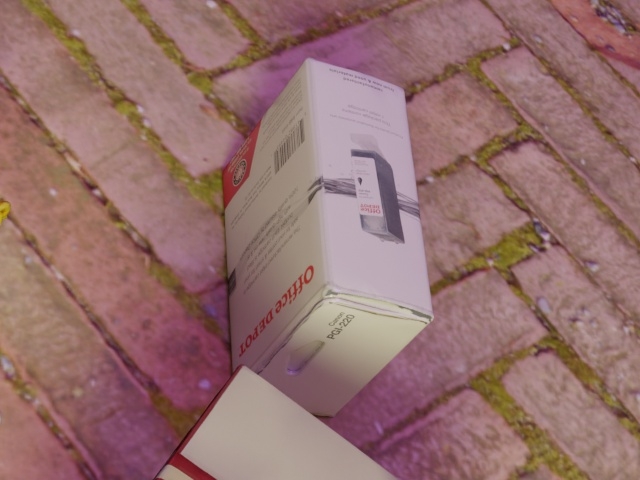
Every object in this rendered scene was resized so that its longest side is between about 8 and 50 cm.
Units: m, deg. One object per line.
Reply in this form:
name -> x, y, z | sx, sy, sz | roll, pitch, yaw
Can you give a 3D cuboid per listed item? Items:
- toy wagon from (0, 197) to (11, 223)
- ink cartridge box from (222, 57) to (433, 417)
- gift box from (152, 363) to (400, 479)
toy wagon -> -0.336, -0.053, 1.048 | 0.344, 0.068, 0.267 | 28, 39, 27
ink cartridge box -> 0.000, 0.000, 1.254 | 0.092, 0.158, 0.218 | 15, 50, -23
gift box -> -0.021, 0.249, 0.984 | 0.258, 0.255, 0.276 | 37, 48, 1
